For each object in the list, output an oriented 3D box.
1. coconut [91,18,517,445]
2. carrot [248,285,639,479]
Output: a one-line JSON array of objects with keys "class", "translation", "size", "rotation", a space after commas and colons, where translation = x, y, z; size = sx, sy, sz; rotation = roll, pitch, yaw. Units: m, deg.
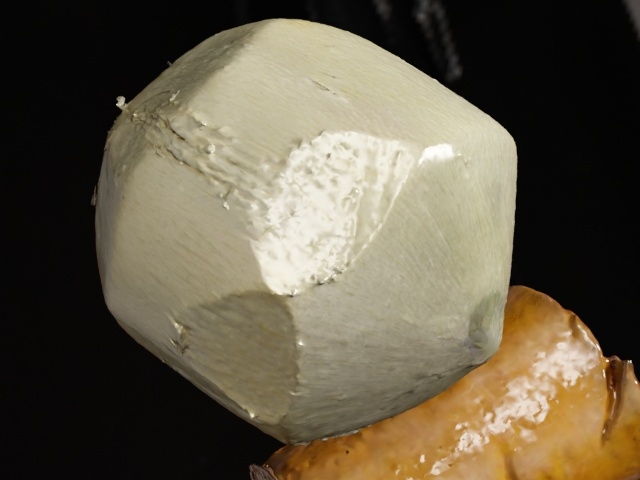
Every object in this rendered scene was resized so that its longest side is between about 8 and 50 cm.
[{"class": "coconut", "translation": [0.000, 0.000, 1.146], "size": [0.247, 0.245, 0.245], "rotation": [34, -69, 28]}, {"class": "carrot", "translation": [0.098, 0.172, 1.395], "size": [0.196, 0.254, 0.196], "rotation": [48, -20, 24]}]
